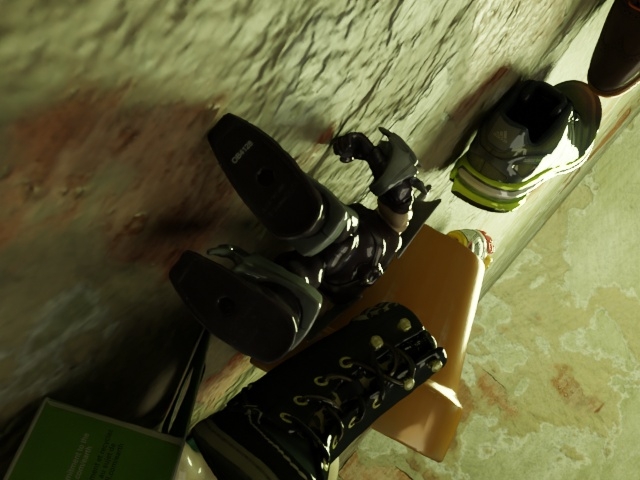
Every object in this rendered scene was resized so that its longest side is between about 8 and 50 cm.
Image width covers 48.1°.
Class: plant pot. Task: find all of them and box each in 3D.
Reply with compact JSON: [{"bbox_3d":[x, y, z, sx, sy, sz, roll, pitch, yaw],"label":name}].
[{"bbox_3d":[0.064,0.083,0.702,0.188,0.205,0.205,-62,166,-11],"label":"plant pot"}]

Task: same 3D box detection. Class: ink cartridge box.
[{"bbox_3d":[-0.160,0.174,0.500,0.255,0.096,0.189,-83,-164,-50],"label":"ink cartridge box"}]

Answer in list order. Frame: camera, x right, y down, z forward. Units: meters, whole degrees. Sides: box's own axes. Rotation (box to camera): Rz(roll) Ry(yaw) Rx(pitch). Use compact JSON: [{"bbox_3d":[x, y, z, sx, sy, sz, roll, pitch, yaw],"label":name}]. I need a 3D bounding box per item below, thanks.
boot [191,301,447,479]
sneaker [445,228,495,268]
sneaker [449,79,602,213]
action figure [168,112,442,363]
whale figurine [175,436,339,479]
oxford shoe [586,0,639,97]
[{"bbox_3d":[0.009,0.106,0.475,0.178,0.085,0.236,-33,180,-15],"label":"boot"},{"bbox_3d":[0.168,0.065,1.125,0.092,0.088,0.225,13,119,-48],"label":"sneaker"},{"bbox_3d":[0.277,-0.141,0.877,0.300,0.111,0.121,-38,156,-40],"label":"sneaker"},{"bbox_3d":[0.000,0.000,0.506,0.185,0.099,0.285,-58,166,6],"label":"action figure"},{"bbox_3d":[-0.104,0.247,0.764,0.272,0.141,0.216,21,96,-49],"label":"whale figurine"},{"bbox_3d":[0.397,-0.305,0.866,0.098,0.097,0.272,5,117,-46],"label":"oxford shoe"}]
